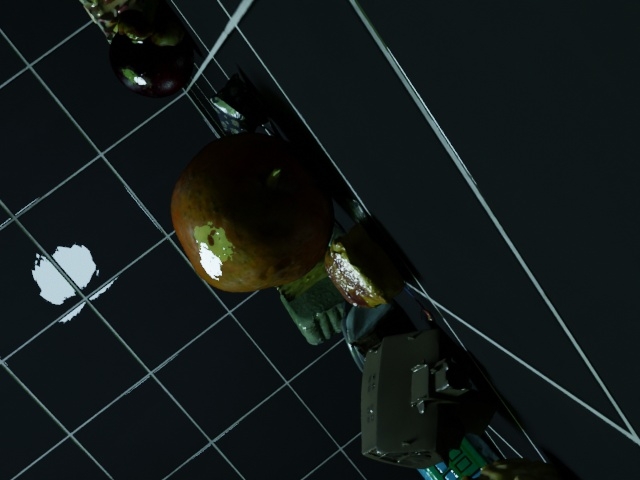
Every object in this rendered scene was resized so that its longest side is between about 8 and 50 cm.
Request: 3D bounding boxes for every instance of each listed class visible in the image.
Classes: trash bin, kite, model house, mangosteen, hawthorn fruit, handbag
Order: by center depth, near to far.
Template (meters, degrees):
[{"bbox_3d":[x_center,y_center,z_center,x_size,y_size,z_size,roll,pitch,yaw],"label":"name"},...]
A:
[{"bbox_3d":[0.108,0.030,1.125,0.245,0.015,0.141,56,177,-3],"label":"kite"},{"bbox_3d":[-0.102,-0.053,1.149,0.277,0.277,0.298,52,155,1],"label":"hawthorn fruit"},{"bbox_3d":[0.201,0.266,1.188,0.204,0.211,0.243,13,150,-13],"label":"model house"},{"bbox_3d":[-0.118,-0.211,1.238,0.139,0.072,0.115,40,167,21],"label":"handbag"},{"bbox_3d":[0.137,0.209,1.567,0.106,0.165,0.152,14,146,56],"label":"model house"},{"bbox_3d":[-0.377,-0.433,1.567,0.194,0.194,0.230,50,150,29],"label":"mangosteen"},{"bbox_3d":[-0.072,-0.007,1.646,0.234,0.193,0.175,54,178,16],"label":"model house"},{"bbox_3d":[0.129,0.264,1.990,0.176,0.101,0.236,64,-174,-10],"label":"trash bin"}]

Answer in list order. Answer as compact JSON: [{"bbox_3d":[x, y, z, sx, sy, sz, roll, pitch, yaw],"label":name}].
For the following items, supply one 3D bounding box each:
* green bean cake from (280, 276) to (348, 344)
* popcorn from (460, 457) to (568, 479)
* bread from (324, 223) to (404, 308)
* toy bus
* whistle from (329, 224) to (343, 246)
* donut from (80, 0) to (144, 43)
[{"bbox_3d":[0.014,0.196,2.204,0.222,0.227,0.125,49,170,51],"label":"green bean cake"},{"bbox_3d":[0.312,0.462,1.048,0.225,0.265,0.332,35,144,-25],"label":"popcorn"},{"bbox_3d":[0.068,0.053,1.148,0.139,0.077,0.271,53,173,2],"label":"bread"},{"bbox_3d":[0.364,0.589,1.857,0.343,0.199,0.183,47,172,41],"label":"toy bus"},{"bbox_3d":[-0.051,-0.073,1.531,0.258,0.067,0.126,38,126,29],"label":"whistle"},{"bbox_3d":[-0.532,-0.606,1.893,0.371,0.150,0.307,52,177,10],"label":"donut"}]
